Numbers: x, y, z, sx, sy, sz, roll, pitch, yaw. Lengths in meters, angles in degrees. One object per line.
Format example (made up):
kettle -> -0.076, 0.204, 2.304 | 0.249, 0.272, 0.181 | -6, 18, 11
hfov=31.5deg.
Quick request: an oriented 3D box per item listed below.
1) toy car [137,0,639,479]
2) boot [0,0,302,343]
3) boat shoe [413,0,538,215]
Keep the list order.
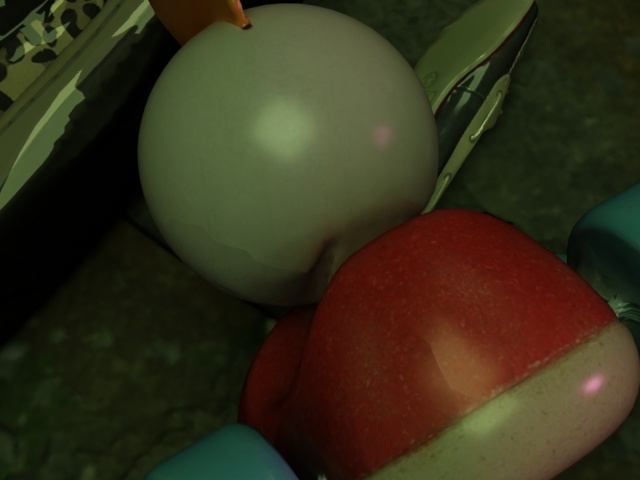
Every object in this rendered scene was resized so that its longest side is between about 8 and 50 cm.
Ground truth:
toy car -> 0.000, 0.000, 0.444 | 0.219, 0.210, 0.238 | -28, 80, -16
boot -> -0.176, -0.146, 0.549 | 0.284, 0.138, 0.377 | 37, 83, 12
boat shoe -> 0.068, -0.067, 0.560 | 0.043, 0.049, 0.137 | 46, 72, -29
